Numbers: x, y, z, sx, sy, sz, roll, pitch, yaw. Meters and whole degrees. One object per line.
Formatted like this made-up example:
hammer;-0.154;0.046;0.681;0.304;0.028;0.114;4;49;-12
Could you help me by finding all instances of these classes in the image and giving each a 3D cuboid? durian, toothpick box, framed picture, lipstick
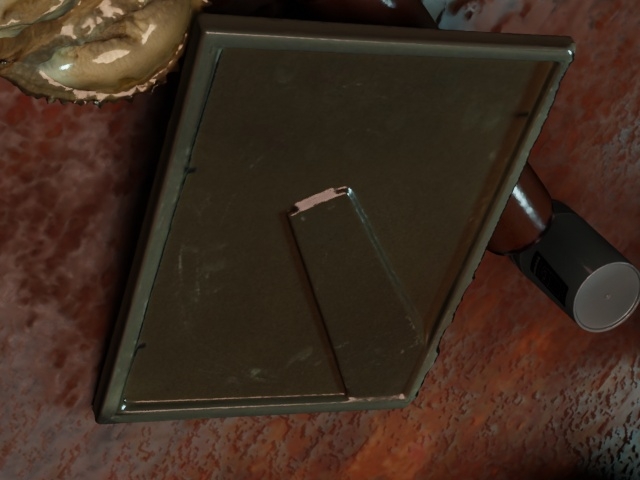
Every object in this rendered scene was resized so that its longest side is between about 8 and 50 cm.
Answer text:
durian;-0.104;-0.134;0.729;0.140;0.071;0.110;-39;124;17
toothpick box;0.157;0.015;0.932;0.052;0.083;0.052;-12;122;-19
framed picture;0.000;0.000;0.839;0.213;0.016;0.289;-1;134;-23
lipstick;0.032;-0.116;0.814;0.057;0.057;0.356;-39;127;0
